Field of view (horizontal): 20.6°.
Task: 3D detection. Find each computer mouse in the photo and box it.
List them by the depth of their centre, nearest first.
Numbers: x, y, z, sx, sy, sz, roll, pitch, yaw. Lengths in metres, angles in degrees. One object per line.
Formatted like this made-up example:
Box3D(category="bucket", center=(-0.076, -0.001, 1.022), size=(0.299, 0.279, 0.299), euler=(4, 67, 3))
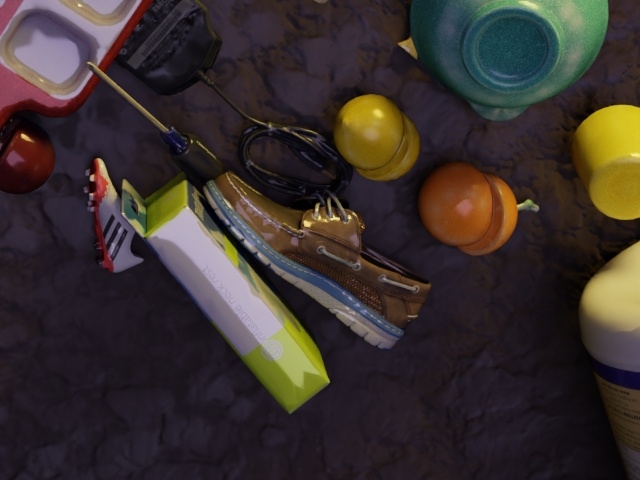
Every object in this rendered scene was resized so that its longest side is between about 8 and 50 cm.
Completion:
Box3D(category="computer mouse", center=(-0.072, -0.111, 1.214), size=(0.071, 0.041, 0.242), euler=(-44, 112, 11))

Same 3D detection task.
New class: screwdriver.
Box3D(category="screwdriver", center=(-0.109, -0.081, 1.168), size=(0.024, 0.170, 0.025), euler=(0, 63, 28))

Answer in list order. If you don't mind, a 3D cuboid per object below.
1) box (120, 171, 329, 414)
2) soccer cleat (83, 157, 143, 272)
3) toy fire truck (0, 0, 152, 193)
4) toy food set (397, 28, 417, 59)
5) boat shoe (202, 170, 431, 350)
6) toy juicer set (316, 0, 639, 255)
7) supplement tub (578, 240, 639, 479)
Box3D(category="box", center=(-0.066, 0.027, 1.201), size=(0.042, 0.109, 0.178), euler=(-37, 105, 4))
Box3D(category="soccer cleat", center=(-0.143, -0.018, 1.223), size=(0.035, 0.029, 0.083), euler=(-11, 107, -16))
Box3D(category="toy fire truck", center=(-0.247, -0.155, 1.103), size=(0.254, 0.169, 0.302), euler=(32, 96, -14))
Box3D(category="toy food set", center=(0.116, -0.169, 1.235), size=(0.078, 0.019, 0.122), euler=(29, 96, -13))
Box3D(category="boat shoe", center=(0.000, 0.000, 1.229), size=(0.183, 0.066, 0.066), euler=(37, 100, -25))
Box3D(category="toy juicer set", center=(0.093, -0.136, 1.196), size=(0.209, 0.089, 0.329), euler=(-20, 118, 15))
Box3D(category="supplement tub", center=(0.336, 0.155, 1.225), size=(0.241, 0.241, 0.331), euler=(-21, 104, -4))
